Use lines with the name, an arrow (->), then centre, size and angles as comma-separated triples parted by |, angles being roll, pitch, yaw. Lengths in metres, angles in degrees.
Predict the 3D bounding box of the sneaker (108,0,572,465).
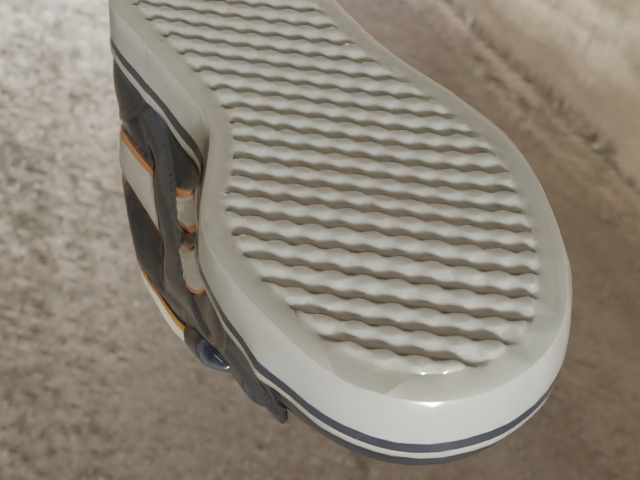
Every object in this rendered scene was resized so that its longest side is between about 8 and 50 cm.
sneaker -> 0.000, 0.000, 0.600 | 0.126, 0.127, 0.321 | -11, 35, -14
